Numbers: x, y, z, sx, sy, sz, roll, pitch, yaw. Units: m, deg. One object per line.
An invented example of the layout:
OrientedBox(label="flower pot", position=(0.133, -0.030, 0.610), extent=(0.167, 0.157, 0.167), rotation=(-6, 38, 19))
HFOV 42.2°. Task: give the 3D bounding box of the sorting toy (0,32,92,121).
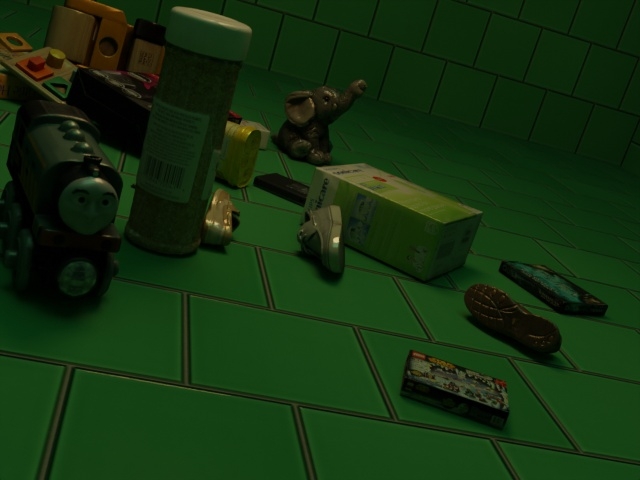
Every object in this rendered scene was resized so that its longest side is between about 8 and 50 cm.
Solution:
OrientedBox(label="sorting toy", position=(-0.596, -0.380, 1.881), extent=(0.347, 0.047, 0.196), rotation=(36, 28, 3))

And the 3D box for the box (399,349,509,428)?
OrientedBox(label="box", position=(0.174, 0.190, 1.073), extent=(0.137, 0.027, 0.094), rotation=(18, 16, 4))

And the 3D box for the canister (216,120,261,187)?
OrientedBox(label="canister", position=(-0.220, -0.196, 1.722), extent=(0.170, 0.126, 0.073), rotation=(21, 18, 18))

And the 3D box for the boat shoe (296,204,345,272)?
OrientedBox(label="boat shoe", position=(0.000, -0.001, 1.440), extent=(0.081, 0.079, 0.227), rotation=(-5, 20, 1))

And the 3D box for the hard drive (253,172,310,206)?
OrientedBox(label="hard drive", position=(-0.064, -0.110, 1.772), extent=(0.135, 0.022, 0.094), rotation=(24, 19, 21))

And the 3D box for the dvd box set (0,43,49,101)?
OrientedBox(label="dvd box set", position=(-0.814, -0.398, 1.879), extent=(0.307, 0.062, 0.420), rotation=(32, 23, 35))

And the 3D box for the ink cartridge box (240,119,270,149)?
OrientedBox(label="ink cartridge box", position=(-0.200, -0.274, 2.098), extent=(0.122, 0.052, 0.088), rotation=(9, 19, -28))

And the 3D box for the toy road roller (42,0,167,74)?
OrientedBox(label="toy road roller", position=(-0.591, -0.526, 2.280), extent=(0.329, 0.202, 0.240), rotation=(14, 5, -26))

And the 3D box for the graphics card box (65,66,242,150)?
OrientedBox(label="graphics card box", position=(-0.363, -0.293, 1.869), extent=(0.233, 0.094, 0.371), rotation=(32, 19, 16))

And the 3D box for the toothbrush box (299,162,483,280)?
OrientedBox(label="toothbrush box", position=(0.138, -0.044, 1.603), extent=(0.283, 0.122, 0.206), rotation=(24, 19, 26))

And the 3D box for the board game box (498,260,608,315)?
OrientedBox(label="board game box", position=(0.458, 0.093, 1.638), extent=(0.126, 0.026, 0.186), rotation=(5, 21, -31))

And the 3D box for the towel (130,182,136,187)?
OrientedBox(label="towel", position=(-0.300, -0.094, 1.526), extent=(0.083, 0.009, 0.060), rotation=(22, 19, 13))

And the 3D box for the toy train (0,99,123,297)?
OrientedBox(label="toy train", position=(-0.340, -0.059, 1.079), extent=(0.142, 0.190, 0.334), rotation=(7, 20, -29))

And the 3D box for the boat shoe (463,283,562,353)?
OrientedBox(label="boat shoe", position=(0.310, 0.132, 1.342), extent=(0.178, 0.064, 0.060), rotation=(32, -8, 35))

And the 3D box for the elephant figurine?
OrientedBox(label="elephant figurine", position=(-0.008, -0.328, 2.129), extent=(0.186, 0.239, 0.169), rotation=(14, 18, -10))

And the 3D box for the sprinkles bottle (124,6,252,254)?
OrientedBox(label="sprinkles bottle", position=(-0.202, -0.160, 1.241), extent=(0.121, 0.355, 0.121), rotation=(15, 18, -5))

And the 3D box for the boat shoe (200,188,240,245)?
OrientedBox(label="boat shoe", position=(-0.165, -0.034, 1.396), extent=(0.059, 0.063, 0.170), rotation=(18, 27, -7))
